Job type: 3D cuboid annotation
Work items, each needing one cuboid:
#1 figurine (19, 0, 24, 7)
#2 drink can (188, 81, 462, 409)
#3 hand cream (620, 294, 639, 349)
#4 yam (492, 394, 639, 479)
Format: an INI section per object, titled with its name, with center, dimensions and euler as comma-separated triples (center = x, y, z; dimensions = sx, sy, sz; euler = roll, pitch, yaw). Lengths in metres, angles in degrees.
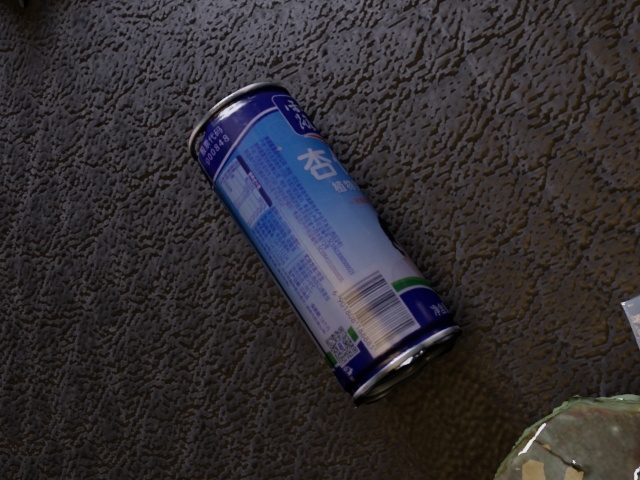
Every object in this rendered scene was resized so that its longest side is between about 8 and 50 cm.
[figurine]
center = -0.302, -0.328, 0.753
dimensions = 0.184, 0.128, 0.208
euler = -2, 94, 22
[drink can]
center = 0.000, 0.000, 0.605
dimensions = 0.097, 0.097, 0.235
euler = -41, 71, 17
[hand cream]
center = 0.227, 0.078, 0.538
dimensions = 0.030, 0.019, 0.093
euler = -21, 76, 21
[yam]
center = 0.203, 0.216, 0.453
dimensions = 0.201, 0.202, 0.271
euler = -39, 70, -2
